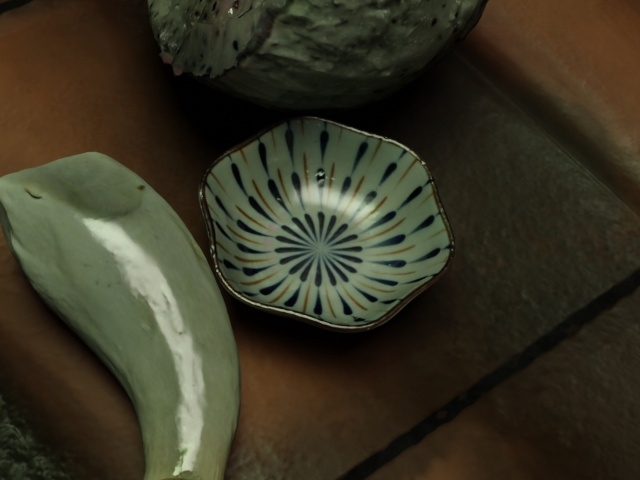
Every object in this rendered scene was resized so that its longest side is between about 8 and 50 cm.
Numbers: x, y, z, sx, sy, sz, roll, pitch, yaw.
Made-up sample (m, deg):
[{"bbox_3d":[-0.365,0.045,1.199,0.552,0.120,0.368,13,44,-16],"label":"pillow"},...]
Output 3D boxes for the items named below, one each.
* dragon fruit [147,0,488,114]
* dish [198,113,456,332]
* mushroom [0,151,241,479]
[{"bbox_3d":[0.010,-0.194,0.998,0.221,0.203,0.283,13,5,-35],"label":"dragon fruit"},{"bbox_3d":[0.000,0.000,0.933,0.191,0.066,0.190,5,55,-7],"label":"dish"},{"bbox_3d":[-0.115,0.060,0.850,0.118,0.103,0.270,-24,66,-19],"label":"mushroom"}]
